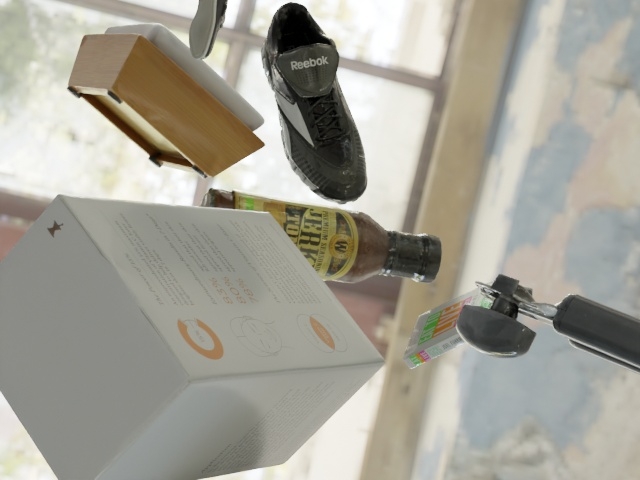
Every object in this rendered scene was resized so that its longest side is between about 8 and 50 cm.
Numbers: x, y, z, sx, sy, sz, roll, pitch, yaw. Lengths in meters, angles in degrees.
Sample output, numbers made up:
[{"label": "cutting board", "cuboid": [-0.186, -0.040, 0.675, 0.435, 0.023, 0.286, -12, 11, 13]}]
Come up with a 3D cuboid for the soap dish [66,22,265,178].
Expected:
[{"label": "soap dish", "cuboid": [-0.223, -0.193, 2.167, 0.118, 0.229, 0.291, -52, -158, -9]}]

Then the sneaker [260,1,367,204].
[{"label": "sneaker", "cuboid": [-0.009, -0.149, 1.605, 0.106, 0.078, 0.234, 94, -20, -62]}]

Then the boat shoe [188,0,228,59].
[{"label": "boat shoe", "cuboid": [-0.138, -0.287, 1.974, 0.046, 0.038, 0.125, -7, -106, 43]}]

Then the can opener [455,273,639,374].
[{"label": "can opener", "cuboid": [0.263, 0.109, 1.595, 0.283, 0.076, 0.095, 23, -99, 42]}]

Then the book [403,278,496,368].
[{"label": "book", "cuboid": [0.181, 0.112, 2.056, 0.144, 0.035, 0.096, -30, -163, 35]}]

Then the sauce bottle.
[{"label": "sauce bottle", "cuboid": [0.000, 0.000, 2.194, 0.111, 0.344, 0.111, -173, -90, -77]}]

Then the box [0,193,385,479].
[{"label": "box", "cuboid": [-0.131, 0.096, 1.467, 0.168, 0.345, 0.215, -47, -113, 20]}]
